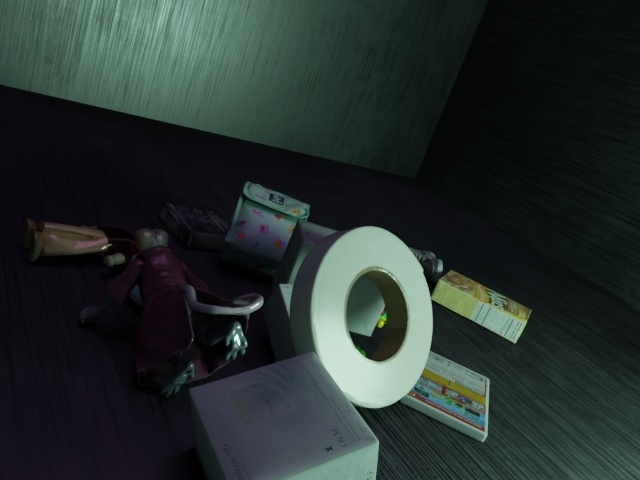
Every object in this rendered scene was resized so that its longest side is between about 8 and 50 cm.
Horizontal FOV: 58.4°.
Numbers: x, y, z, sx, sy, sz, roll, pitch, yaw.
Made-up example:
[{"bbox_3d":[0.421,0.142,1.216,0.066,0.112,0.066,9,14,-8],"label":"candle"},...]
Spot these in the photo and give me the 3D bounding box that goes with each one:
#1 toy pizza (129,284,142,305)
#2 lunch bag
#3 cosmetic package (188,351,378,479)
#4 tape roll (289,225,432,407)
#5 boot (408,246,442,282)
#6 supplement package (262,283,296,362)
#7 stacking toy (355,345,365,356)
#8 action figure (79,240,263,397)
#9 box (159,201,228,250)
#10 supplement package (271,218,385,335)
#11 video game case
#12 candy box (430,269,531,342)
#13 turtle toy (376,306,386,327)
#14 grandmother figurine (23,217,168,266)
[{"bbox_3d":[-0.364,0.131,1.364,0.201,0.032,0.201,17,18,-6],"label":"toy pizza"},{"bbox_3d":[-0.158,-0.043,1.713,0.223,0.160,0.262,19,60,-7],"label":"lunch bag"},{"bbox_3d":[-0.064,0.315,0.889,0.224,0.138,0.224,-13,32,-23],"label":"cosmetic package"},{"bbox_3d":[0.103,0.163,1.250,0.392,0.392,0.072,4,-10,-41],"label":"tape roll"},{"bbox_3d":[0.389,0.091,2.216,0.123,0.095,0.258,13,10,-3],"label":"boot"},{"bbox_3d":[-0.048,0.201,1.287,0.105,0.105,0.179,7,45,-30],"label":"supplement package"},{"bbox_3d":[-0.002,0.228,1.455,0.221,0.052,0.167,18,20,-13],"label":"stacking toy"},{"bbox_3d":[-0.315,0.109,1.139,0.248,0.276,0.370,-3,43,-38],"label":"action figure"},{"bbox_3d":[-0.383,-0.045,1.810,0.183,0.056,0.231,6,23,-38],"label":"box"},{"bbox_3d":[0.034,0.094,1.459,0.261,0.204,0.145,17,20,-17],"label":"supplement package"},{"bbox_3d":[0.316,0.369,1.418,0.204,0.025,0.285,24,18,11],"label":"video game case"},{"bbox_3d":[0.560,0.223,1.996,0.316,0.088,0.183,27,19,20],"label":"candy box"},{"bbox_3d":[0.160,0.200,1.661,0.130,0.066,0.095,-13,36,-36],"label":"turtle toy"},{"bbox_3d":[-0.544,0.004,1.438,0.342,0.104,0.208,0,35,-40],"label":"grandmother figurine"}]
